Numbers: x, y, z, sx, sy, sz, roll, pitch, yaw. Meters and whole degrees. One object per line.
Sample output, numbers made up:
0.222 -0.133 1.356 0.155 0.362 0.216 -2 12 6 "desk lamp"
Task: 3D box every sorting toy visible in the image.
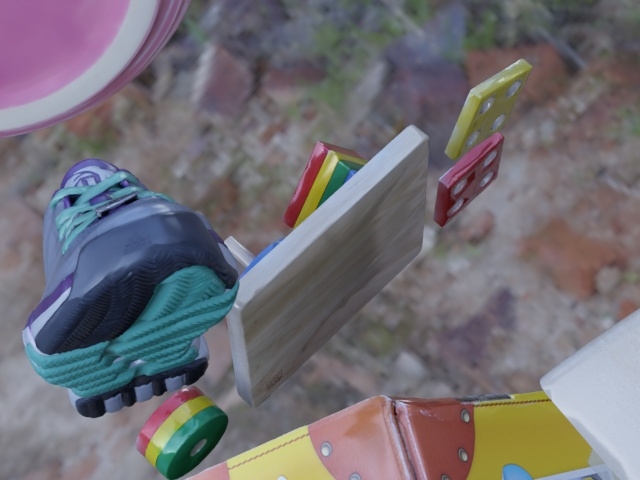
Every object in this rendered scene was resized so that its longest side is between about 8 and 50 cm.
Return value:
0.000 0.000 1.000 0.046 0.132 0.274 41 72 19 "sorting toy"

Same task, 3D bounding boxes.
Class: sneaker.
-0.089 0.005 0.770 0.083 0.098 0.223 -18 -12 -13 "sneaker"

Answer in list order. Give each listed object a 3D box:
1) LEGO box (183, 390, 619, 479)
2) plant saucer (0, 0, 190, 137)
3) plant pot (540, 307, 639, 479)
0.155 0.347 1.167 0.193 0.372 0.500 -28 71 36 "LEGO box"
-0.239 -0.198 1.341 0.332 0.332 0.084 -40 36 15 "plant saucer"
0.174 0.058 0.766 0.109 0.109 0.096 51 118 17 "plant pot"
